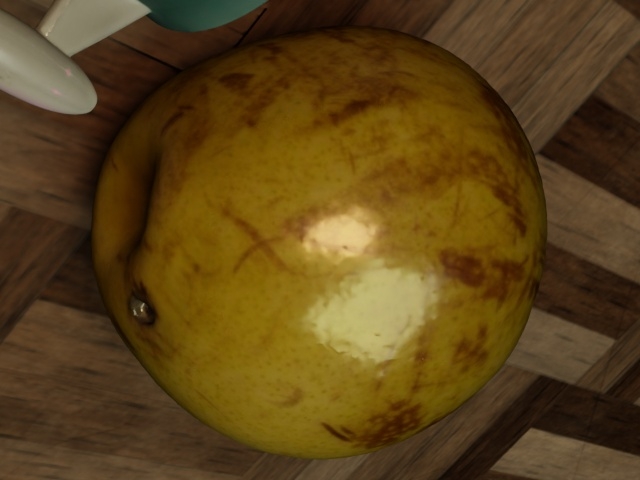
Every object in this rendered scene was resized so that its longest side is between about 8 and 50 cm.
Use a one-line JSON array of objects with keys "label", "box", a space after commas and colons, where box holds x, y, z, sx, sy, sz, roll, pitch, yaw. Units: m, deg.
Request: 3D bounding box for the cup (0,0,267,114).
[{"label": "cup", "box": [-0.092, -0.209, 0.640, 0.173, 0.167, 0.300, 32, 82, -41]}]

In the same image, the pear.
[{"label": "pear", "box": [0.000, 0.000, 0.847, 0.280, 0.281, 0.281, -21, 141, -18]}]
